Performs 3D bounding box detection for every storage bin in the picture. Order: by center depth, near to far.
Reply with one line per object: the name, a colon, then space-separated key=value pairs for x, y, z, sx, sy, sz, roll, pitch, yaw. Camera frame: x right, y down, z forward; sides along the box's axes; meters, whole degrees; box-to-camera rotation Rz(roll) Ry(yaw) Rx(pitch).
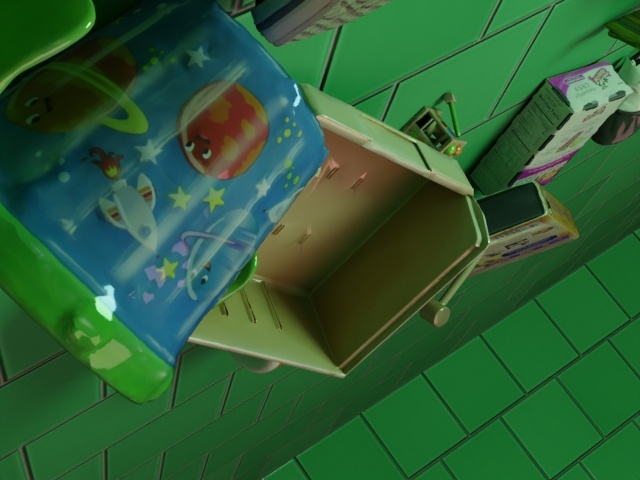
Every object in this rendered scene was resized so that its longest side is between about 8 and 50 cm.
storage bin: x=0.000 y=0.000 z=1.038 sx=0.262 sy=0.123 sz=0.260 roll=20 pitch=125 yaw=-42

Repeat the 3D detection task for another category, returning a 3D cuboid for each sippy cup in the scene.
sippy cup: x=-0.125 y=-0.046 z=0.692 sx=0.224 sy=0.240 sz=0.305 roll=-44 pitch=-173 yaw=-10

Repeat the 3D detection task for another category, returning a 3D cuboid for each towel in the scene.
towel: x=0.523 y=-0.319 z=1.372 sx=0.237 sy=0.102 sz=0.021 roll=-21 pitch=121 yaw=-3

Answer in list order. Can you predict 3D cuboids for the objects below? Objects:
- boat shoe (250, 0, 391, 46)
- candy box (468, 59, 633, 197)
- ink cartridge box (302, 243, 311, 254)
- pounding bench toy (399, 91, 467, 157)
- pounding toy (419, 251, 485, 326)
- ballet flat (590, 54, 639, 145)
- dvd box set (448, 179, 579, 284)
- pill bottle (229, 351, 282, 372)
boat shoe: x=0.086 y=-0.284 z=0.580 sx=0.186 sy=0.156 sz=0.500 roll=-31 pitch=175 yaw=-35
candy box: x=0.355 y=-0.166 z=1.556 sx=0.159 sy=0.071 sz=0.233 roll=-21 pitch=158 yaw=-39
ink cartridge box: x=-0.027 y=0.007 z=1.238 sx=0.231 sy=0.078 sz=0.134 roll=-15 pitch=151 yaw=-50
pounding bench toy: x=0.152 y=-0.135 z=1.243 sx=0.083 sy=0.065 sz=0.052 roll=-44 pitch=162 yaw=22
pounding toy: x=0.147 y=0.018 z=1.435 sx=0.181 sy=0.094 sz=0.206 roll=-18 pitch=121 yaw=-39
ballet flat: x=0.532 y=-0.275 z=1.611 sx=0.280 sy=0.095 sz=0.096 roll=-46 pitch=154 yaw=-6
dvd box set: x=0.259 y=0.005 z=1.679 sx=0.307 sy=0.062 sz=0.420 roll=-22 pitch=168 yaw=19
pill bottle: x=-0.025 y=0.094 z=1.401 sx=0.221 sy=0.121 sz=0.121 roll=-21 pitch=157 yaw=-42
